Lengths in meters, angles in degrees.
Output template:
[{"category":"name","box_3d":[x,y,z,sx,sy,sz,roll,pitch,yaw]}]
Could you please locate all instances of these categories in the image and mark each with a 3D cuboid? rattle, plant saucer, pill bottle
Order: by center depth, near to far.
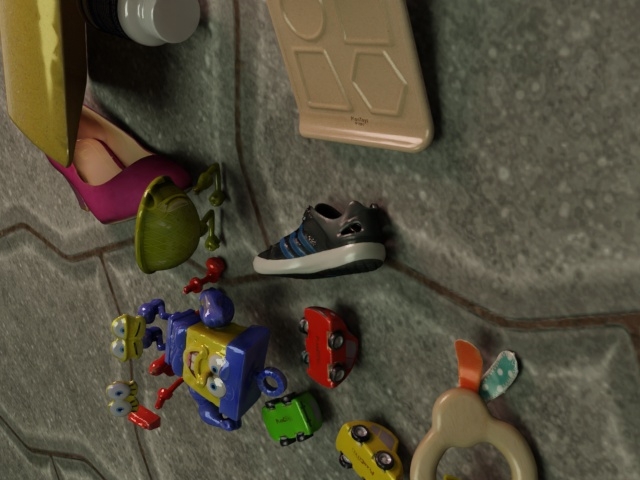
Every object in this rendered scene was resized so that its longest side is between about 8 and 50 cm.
[{"category":"rattle","box_3d":[0.158,0.200,0.943,0.130,0.143,0.199,-8,84,20]},{"category":"pill bottle","box_3d":[-0.226,-0.295,1.139,0.169,0.094,0.094,26,125,43]},{"category":"plant saucer","box_3d":[-0.356,-0.307,1.173,0.332,0.081,0.332,-106,18,-59]}]

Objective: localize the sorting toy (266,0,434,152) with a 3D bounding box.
[{"category":"sorting toy","box_3d":[0.026,-0.197,0.902,0.193,0.038,0.208,15,126,47]}]

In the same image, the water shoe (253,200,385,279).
[{"category":"water shoe","box_3d":[0.000,0.000,1.031,0.203,0.073,0.080,-8,78,48]}]

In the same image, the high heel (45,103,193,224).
[{"category":"high heel","box_3d":[-0.305,-0.127,1.278,0.377,0.127,0.181,4,120,54]}]

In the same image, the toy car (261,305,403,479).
[{"category":"toy car","box_3d":[0.003,0.203,1.117,0.225,0.053,0.239,-27,84,53]}]

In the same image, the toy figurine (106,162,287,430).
[{"category":"toy figurine","box_3d":[-0.116,0.108,1.144,0.217,0.191,0.362,25,119,26]}]
